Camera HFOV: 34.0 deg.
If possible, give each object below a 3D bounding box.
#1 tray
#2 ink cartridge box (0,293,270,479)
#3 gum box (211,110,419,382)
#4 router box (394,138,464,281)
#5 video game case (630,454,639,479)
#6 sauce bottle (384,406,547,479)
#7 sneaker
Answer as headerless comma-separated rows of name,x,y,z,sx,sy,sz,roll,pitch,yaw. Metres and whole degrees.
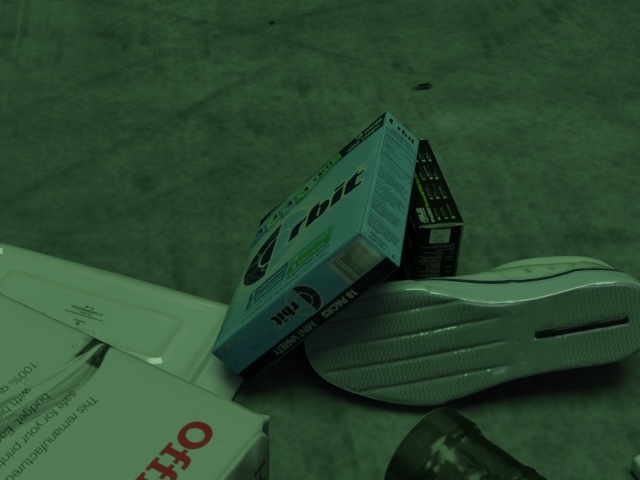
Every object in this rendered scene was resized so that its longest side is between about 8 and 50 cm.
tray,-0.184,0.066,0.813,0.270,0.030,0.145,14,42,16
ink cartridge box,-0.214,0.158,0.622,0.307,0.129,0.223,21,43,23
gum box,0.000,0.000,0.794,0.041,0.157,0.184,41,30,-15
router box,0.081,-0.013,0.865,0.038,0.092,0.122,-5,39,-8
video game case,0.313,0.176,0.696,0.157,0.019,0.143,-15,42,-18
sauce bottle,0.183,0.211,0.578,0.111,0.111,0.344,-31,50,-33
sneaker,0.116,0.065,0.790,0.258,0.094,0.091,-4,10,0
